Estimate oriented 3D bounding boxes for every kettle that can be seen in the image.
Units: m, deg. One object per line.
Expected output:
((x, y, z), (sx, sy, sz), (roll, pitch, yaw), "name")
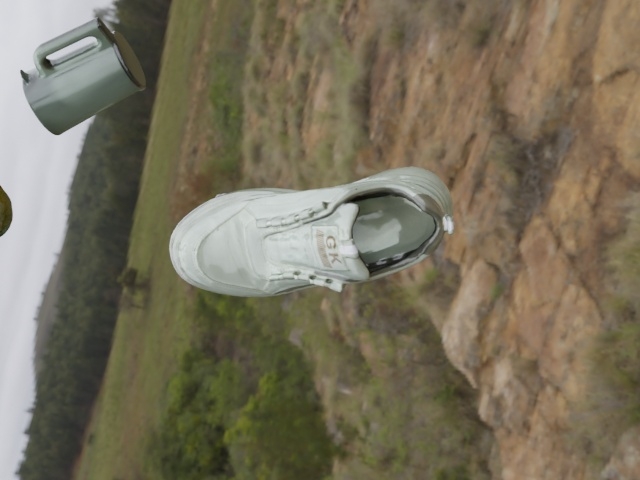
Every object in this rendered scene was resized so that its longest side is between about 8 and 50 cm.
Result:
((-0.334, -0.233, 1.283), (0.148, 0.126, 0.098), (-25, 23, 8), "kettle")

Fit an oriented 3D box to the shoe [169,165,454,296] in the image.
((0.000, 0.000, 0.963), (0.159, 0.317, 0.124), (-125, 21, -76), "shoe")

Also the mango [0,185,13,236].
((-0.519, -0.030, 1.054), (0.146, 0.317, 0.192), (119, 141, -74), "mango")
